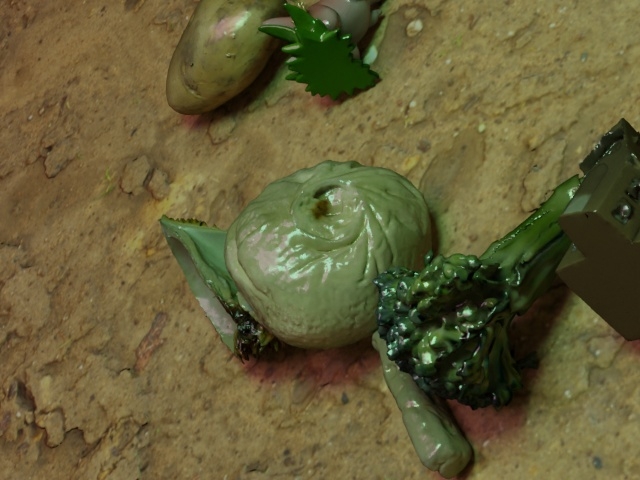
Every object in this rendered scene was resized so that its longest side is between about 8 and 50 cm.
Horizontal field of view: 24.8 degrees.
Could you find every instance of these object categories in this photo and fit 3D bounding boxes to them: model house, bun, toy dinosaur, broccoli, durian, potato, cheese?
[{"bbox_3d":[0.342,-0.057,1.373,0.181,0.176,0.248,-26,24,56],"label":"model house"},{"bbox_3d":[0.000,0.000,1.653,0.244,0.153,0.244,-9,47,10],"label":"bun"},{"bbox_3d":[0.010,-0.293,1.861,0.194,0.152,0.177,-24,45,28],"label":"toy dinosaur"},{"bbox_3d":[0.166,0.030,1.466,0.275,0.198,0.177,-55,47,9],"label":"broccoli"},{"bbox_3d":[-0.111,0.064,1.783,0.144,0.139,0.252,-48,49,23],"label":"durian"},{"bbox_3d":[-0.136,-0.271,1.998,0.235,0.128,0.161,-35,24,54],"label":"potato"},{"bbox_3d":[0.105,0.170,1.556,0.043,0.065,0.194,-47,43,24],"label":"cheese"}]
